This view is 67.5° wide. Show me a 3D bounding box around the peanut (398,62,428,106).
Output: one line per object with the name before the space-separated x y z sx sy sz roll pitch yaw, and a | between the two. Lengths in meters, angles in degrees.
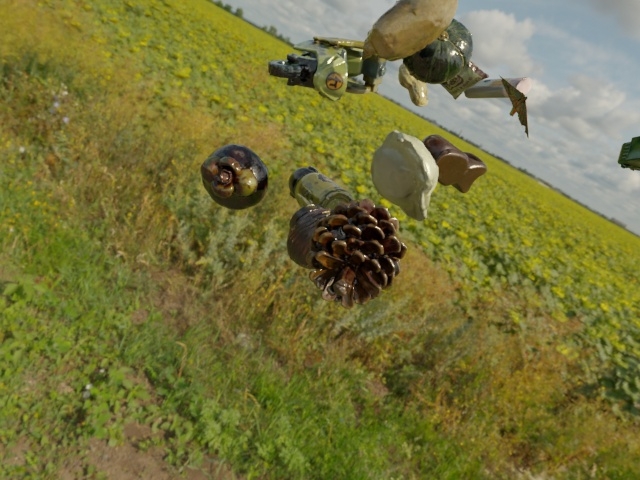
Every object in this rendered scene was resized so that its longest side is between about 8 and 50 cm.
peanut | 0.354 -0.593 1.820 0.187 0.082 0.082 59 22 2

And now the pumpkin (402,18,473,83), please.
pumpkin | 0.315 -0.517 1.301 0.190 0.190 0.146 30 -25 6

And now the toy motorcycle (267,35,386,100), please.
toy motorcycle | 0.041 -0.524 1.441 0.237 0.168 0.410 28 39 25

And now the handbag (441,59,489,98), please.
handbag | 0.531 -0.690 1.948 0.235 0.127 0.213 34 -14 -11

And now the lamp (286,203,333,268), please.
lamp | 0.000 0.000 1.636 0.247 0.247 0.247 25 18 -9

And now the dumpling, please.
dumpling | 0.199 -0.137 1.087 0.258 0.147 0.193 84 -20 -72

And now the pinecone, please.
pinecone | 0.059 0.034 0.892 0.185 0.169 0.212 56 46 -22

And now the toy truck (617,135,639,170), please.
toy truck | 0.748 -0.197 1.082 0.079 0.065 0.147 17 0 -9

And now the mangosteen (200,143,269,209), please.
mangosteen | -0.333 -0.250 1.875 0.287 0.233 0.287 42 -17 16

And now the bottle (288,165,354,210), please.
bottle | -0.018 -0.191 1.934 0.172 0.171 0.351 14 20 -36

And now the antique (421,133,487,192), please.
antique | 0.407 -0.244 1.502 0.257 0.121 0.143 15 34 -37

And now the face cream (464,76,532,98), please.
face cream | 0.717 -0.619 1.949 0.269 0.107 0.073 25 -32 55

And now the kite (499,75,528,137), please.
kite | 0.652 -0.458 1.590 0.183 0.014 0.241 40 27 -79

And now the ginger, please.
ginger | 0.208 -0.507 1.099 0.152 0.267 0.138 37 25 -7

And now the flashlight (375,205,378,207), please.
flashlight | 0.260 -0.126 2.255 0.051 0.051 0.129 30 -11 4
